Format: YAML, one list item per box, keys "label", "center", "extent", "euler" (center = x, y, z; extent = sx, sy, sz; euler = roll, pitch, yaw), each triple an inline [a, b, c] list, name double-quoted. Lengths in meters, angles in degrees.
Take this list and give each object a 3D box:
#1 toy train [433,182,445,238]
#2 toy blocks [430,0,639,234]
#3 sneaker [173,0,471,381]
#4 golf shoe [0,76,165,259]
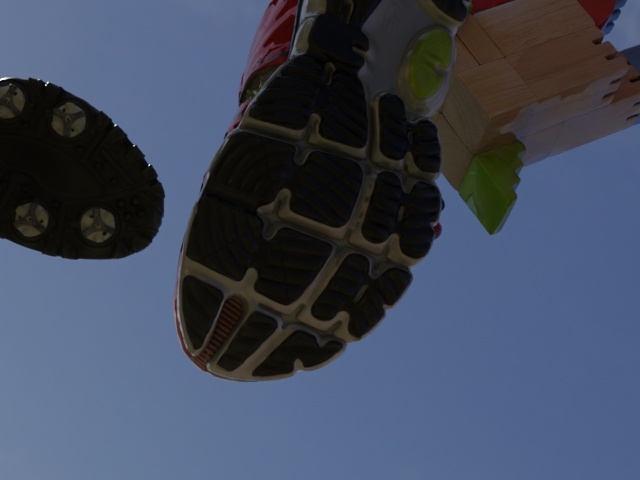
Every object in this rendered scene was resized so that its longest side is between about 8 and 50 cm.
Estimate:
- label: "toy train"
  center: [0.000, 0.000, 1.780]
  extent: [0.105, 0.248, 0.143]
  euler: [62, -1, -2]
- label: "toy blocks"
  center: [0.151, -0.211, 1.605]
  extent: [0.381, 0.261, 0.191]
  euler: [55, -32, 25]
- label: "sneaker"
  center: [0.000, -0.046, 0.905]
  extent: [0.107, 0.279, 0.118]
  euler: [28, -28, -13]
- label: "golf shoe"
  center: [-0.221, -0.063, 1.279]
  extent: [0.272, 0.105, 0.120]
  euler: [22, -2, 10]
